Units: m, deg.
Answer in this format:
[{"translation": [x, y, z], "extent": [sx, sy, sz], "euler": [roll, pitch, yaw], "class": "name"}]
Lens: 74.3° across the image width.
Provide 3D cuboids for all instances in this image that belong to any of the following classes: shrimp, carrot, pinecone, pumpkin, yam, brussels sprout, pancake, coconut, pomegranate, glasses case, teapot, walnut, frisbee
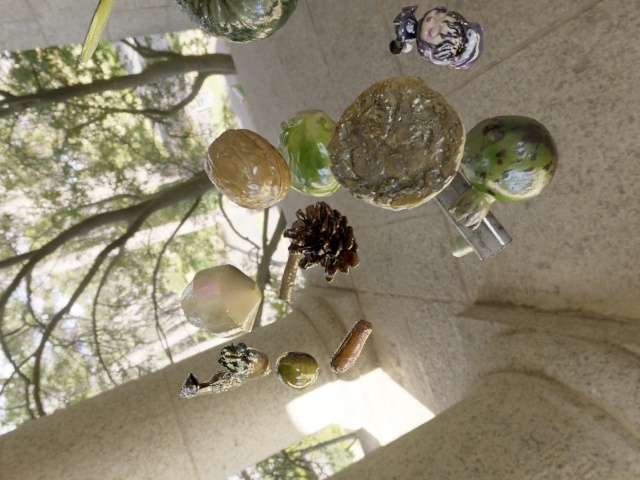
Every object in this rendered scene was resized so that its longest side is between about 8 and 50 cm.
[{"translation": [-0.267, 0.361, 1.157], "extent": [0.445, 0.272, 0.085], "euler": [103, 147, -64], "class": "shrimp"}, {"translation": [0.080, 0.271, 1.076], "extent": [0.060, 0.060, 0.186], "euler": [55, 130, 36], "class": "carrot"}, {"translation": [-0.002, 0.000, 1.208], "extent": [0.201, 0.202, 0.229], "euler": [23, -148, -56], "class": "pinecone"}, {"translation": [-0.178, -0.568, 0.870], "extent": [0.300, 0.207, 0.300], "euler": [12, 130, 15], "class": "pumpkin"}, {"translation": [-0.144, 0.126, 2.084], "extent": [0.081, 0.081, 0.357], "euler": [25, 104, 62], "class": "yam"}, {"translation": [-0.014, -0.356, 1.779], "extent": [0.315, 0.276, 0.371], "euler": [27, 134, 36], "class": "brussels sprout"}, {"translation": [0.143, -0.190, 0.843], "extent": [0.282, 0.049, 0.282], "euler": [2, 94, 30], "class": "pancake"}, {"translation": [-0.313, 0.200, 1.389], "extent": [0.259, 0.259, 0.259], "euler": [51, 152, 42], "class": "coconut"}, {"translation": [0.450, -0.189, 1.106], "extent": [0.242, 0.306, 0.242], "euler": [52, -163, -22], "class": "pomegranate"}, {"translation": [0.443, -0.088, 1.284], "extent": [0.299, 0.114, 0.060], "euler": [53, -169, 3], "class": "glasses case"}, {"translation": [0.627, 0.012, 1.696], "extent": [0.200, 0.077, 0.107], "euler": [-27, 54, 39], "class": "teapot"}, {"translation": [-0.254, -0.248, 1.507], "extent": [0.313, 0.252, 0.277], "euler": [43, 177, 18], "class": "walnut"}, {"translation": [-0.558, -0.557, 1.070], "extent": [0.236, 0.017, 0.236], "euler": [-38, 41, 41], "class": "frisbee"}]

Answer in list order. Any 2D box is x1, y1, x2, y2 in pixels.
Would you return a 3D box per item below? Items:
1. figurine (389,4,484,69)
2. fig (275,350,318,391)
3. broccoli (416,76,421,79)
[{"translation": [0.293, -0.497, 1.056], "extent": [0.222, 0.145, 0.145], "euler": [19, 135, 21], "class": "figurine"}, {"translation": [-0.074, 0.417, 1.367], "extent": [0.153, 0.121, 0.136], "euler": [37, 162, -33], "class": "fig"}, {"translation": [0.467, -0.643, 1.990], "extent": [0.247, 0.263, 0.243], "euler": [29, 145, 53], "class": "broccoli"}]
